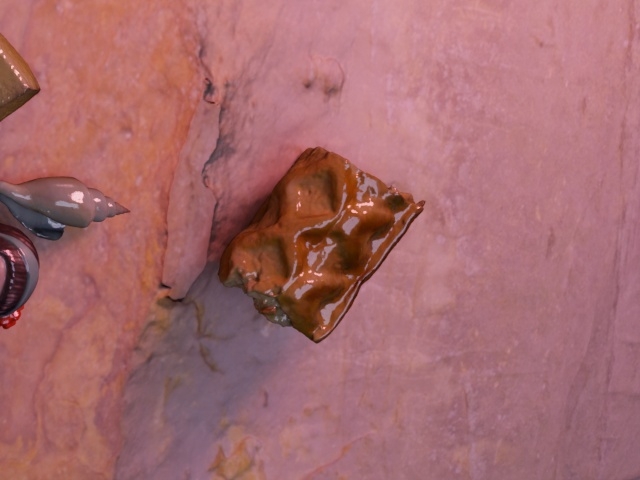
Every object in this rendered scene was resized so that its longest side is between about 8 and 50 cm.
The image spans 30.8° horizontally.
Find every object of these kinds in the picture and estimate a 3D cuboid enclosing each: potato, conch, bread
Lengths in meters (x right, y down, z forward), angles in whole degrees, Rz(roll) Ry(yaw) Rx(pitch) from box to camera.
[{"bbox_3d":[-0.418,-0.185,1.344,0.149,0.081,0.120,-33,95,1],"label":"potato"},{"bbox_3d":[-0.325,-0.045,1.464,0.180,0.088,0.065,9,61,-30],"label":"conch"},{"bbox_3d":[0.000,0.000,1.613,0.238,0.196,0.252,30,94,-38],"label":"bread"}]

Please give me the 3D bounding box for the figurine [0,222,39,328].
[{"bbox_3d":[-0.455,0.031,1.377,0.245,0.110,0.138,14,137,-34],"label":"figurine"}]
